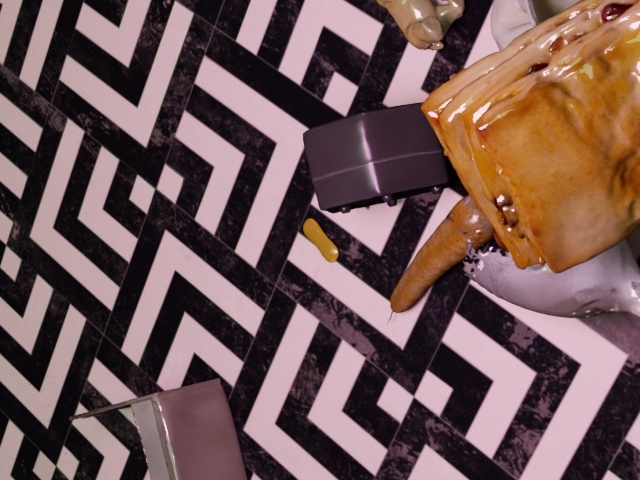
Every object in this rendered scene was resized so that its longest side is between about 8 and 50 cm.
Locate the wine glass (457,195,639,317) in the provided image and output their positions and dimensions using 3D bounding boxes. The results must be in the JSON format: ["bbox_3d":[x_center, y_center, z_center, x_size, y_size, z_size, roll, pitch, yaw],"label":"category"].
[{"bbox_3d":[0.368,0.041,1.862,0.357,0.190,0.190,29,113,28],"label":"wine glass"}]

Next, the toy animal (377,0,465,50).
[{"bbox_3d":[0.131,-0.375,2.073,0.218,0.103,0.101,52,148,17],"label":"toy animal"}]

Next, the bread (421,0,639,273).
[{"bbox_3d":[0.333,-0.121,1.631,0.370,0.191,0.314,-23,121,20],"label":"bread"}]

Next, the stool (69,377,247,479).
[{"bbox_3d":[-0.294,0.403,2.452,0.270,0.170,0.243,-19,82,39],"label":"stool"}]

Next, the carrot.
[{"bbox_3d":[0.177,0.035,2.092,0.078,0.078,0.298,55,129,20],"label":"carrot"}]

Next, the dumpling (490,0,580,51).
[{"bbox_3d":[0.344,-0.302,1.820,0.212,0.270,0.320,-40,75,-7],"label":"dumpling"}]

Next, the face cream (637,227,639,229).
[{"bbox_3d":[0.465,-0.023,1.866,0.130,0.034,0.034,29,113,32],"label":"face cream"}]

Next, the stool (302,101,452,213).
[{"bbox_3d":[0.089,-0.122,2.048,0.232,0.232,0.141,-13,88,39],"label":"stool"}]

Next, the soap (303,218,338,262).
[{"bbox_3d":[0.000,0.000,2.262,0.089,0.012,0.034,51,123,23],"label":"soap"}]
